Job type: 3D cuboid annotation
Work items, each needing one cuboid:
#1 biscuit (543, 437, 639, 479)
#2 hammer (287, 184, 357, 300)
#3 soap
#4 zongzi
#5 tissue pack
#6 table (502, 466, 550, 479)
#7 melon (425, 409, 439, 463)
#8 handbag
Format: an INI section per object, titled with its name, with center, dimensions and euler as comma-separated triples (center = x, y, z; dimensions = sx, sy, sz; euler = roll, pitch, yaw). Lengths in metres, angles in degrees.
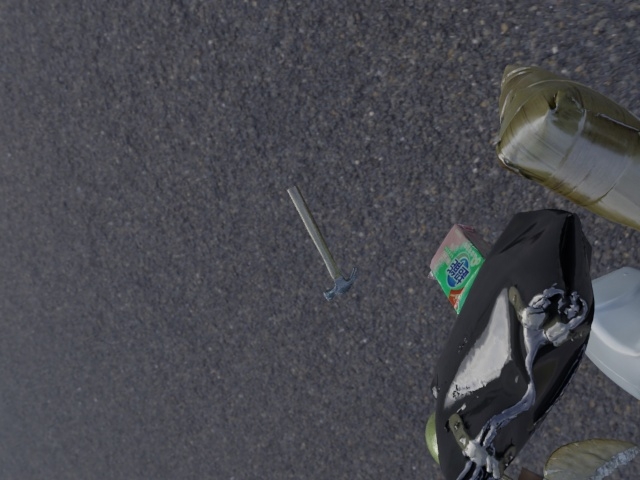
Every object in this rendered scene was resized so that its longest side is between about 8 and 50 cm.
[biscuit]
center = 0.651, 0.550, 1.402
dimensions = 0.141, 0.290, 0.038
euler = 10, 113, 59
[hammer]
center = 0.000, 0.000, 0.834
dimensions = 0.182, 0.062, 0.017
euler = 65, 173, -16
[soap]
center = 0.395, 0.080, 1.524
dimensions = 0.098, 0.273, 0.217
euler = 19, 111, -12
[zongzi]
center = 0.646, -0.229, 1.281
dimensions = 0.500, 0.466, 0.218
euler = 28, 131, -5
[tissue pack]
center = 0.765, 0.239, 1.318
dimensions = 0.235, 0.230, 0.333
euler = 67, 173, -30
[table]
center = 0.353, 0.441, 0.881
dimensions = 0.111, 0.121, 0.240
euler = 27, 168, -10
[melon]
center = 0.320, 0.464, 1.339
dimensions = 0.139, 0.192, 0.139
euler = 2, 107, 7
[handbag]
center = 0.231, 0.133, 0.666
dimensions = 0.152, 0.288, 0.342
euler = 23, 107, 14
